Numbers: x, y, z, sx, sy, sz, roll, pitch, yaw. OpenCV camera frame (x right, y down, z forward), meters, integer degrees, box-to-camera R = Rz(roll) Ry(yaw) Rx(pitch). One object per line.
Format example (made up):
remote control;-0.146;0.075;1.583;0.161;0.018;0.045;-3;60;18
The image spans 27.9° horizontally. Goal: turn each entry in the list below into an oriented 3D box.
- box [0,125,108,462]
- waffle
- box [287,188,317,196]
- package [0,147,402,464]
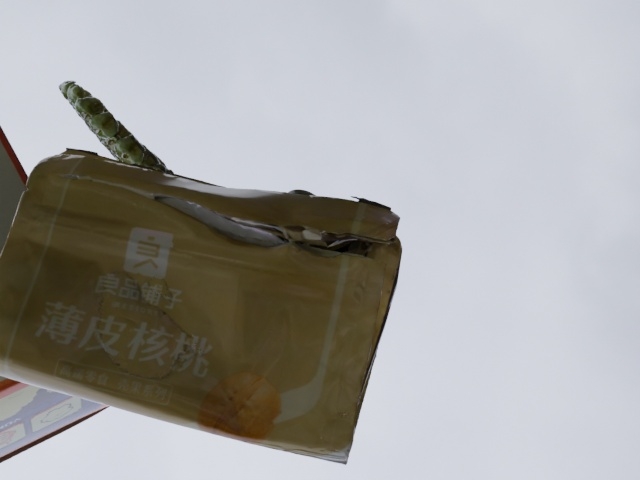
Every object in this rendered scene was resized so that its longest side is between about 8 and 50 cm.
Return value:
box;-0.462;0.088;1.559;0.318;0.257;0.349;-27;-110;-19
waffle;-0.236;-0.119;1.482;0.036;0.183;0.169;-45;-73;-5
box;0.000;0.000;1.302;0.126;0.091;0.031;29;-126;-26
package;-0.098;0.032;1.049;0.311;0.165;0.221;14;-151;6
